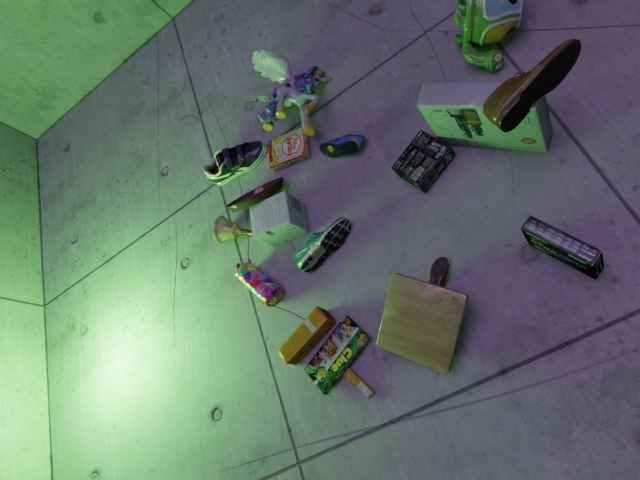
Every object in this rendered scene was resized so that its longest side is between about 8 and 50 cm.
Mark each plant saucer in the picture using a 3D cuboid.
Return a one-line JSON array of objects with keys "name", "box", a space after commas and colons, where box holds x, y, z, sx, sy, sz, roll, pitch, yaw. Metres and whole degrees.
[{"name": "plant saucer", "box": [-0.275, -0.192, 2.114, 0.278, 0.278, 0.041, -22, 104, 23]}]

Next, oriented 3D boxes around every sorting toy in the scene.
[{"name": "sorting toy", "box": [0.339, 0.260, 1.611, 0.257, 0.089, 0.255, 16, 98, 34]}]

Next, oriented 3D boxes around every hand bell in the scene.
[{"name": "hand bell", "box": [-0.335, -0.039, 2.169, 0.242, 0.126, 0.126, 5, 75, 20]}]

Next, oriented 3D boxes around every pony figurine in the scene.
[{"name": "pony figurine", "box": [-0.145, -0.639, 2.169, 0.351, 0.302, 0.363, 8, 57, 6]}]

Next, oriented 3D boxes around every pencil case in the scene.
[{"name": "pencil case", "box": [-0.254, 0.174, 2.029, 0.236, 0.104, 0.104, 36, 93, 34]}]

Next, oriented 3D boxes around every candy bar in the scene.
[{"name": "candy bar", "box": [0.126, 0.491, 1.727, 0.161, 0.018, 0.040, 36, 93, 35]}]

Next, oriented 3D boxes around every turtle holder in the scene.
[{"name": "turtle holder", "box": [0.605, -0.808, 1.785, 0.228, 0.243, 0.320, 4, 65, 15]}]

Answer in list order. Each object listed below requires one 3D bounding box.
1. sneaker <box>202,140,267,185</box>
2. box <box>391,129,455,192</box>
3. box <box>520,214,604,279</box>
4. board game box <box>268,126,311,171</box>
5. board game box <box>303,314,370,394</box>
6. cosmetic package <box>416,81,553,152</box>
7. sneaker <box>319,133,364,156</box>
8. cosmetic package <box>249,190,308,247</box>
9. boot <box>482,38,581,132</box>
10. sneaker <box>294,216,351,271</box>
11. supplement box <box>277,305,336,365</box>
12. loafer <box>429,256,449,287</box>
[{"name": "sneaker", "box": [-0.405, -0.373, 2.307, 0.321, 0.127, 0.126, -32, 57, 16]}, {"name": "box", "box": [0.380, -0.292, 1.825, 0.147, 0.077, 0.180, 40, 95, 35]}, {"name": "box", "box": [0.710, 0.021, 1.449, 0.220, 0.175, 0.051, 36, 93, 35]}, {"name": "board game box", "box": [-0.140, -0.408, 2.204, 0.194, 0.045, 0.146, -17, 64, 25]}, {"name": "board game box", "box": [0.057, 0.411, 1.783, 0.259, 0.030, 0.136, -54, 48, 4]}, {"name": "cosmetic package", "box": [0.548, -0.408, 1.640, 0.377, 0.284, 0.097, 12, 80, 34]}, {"name": "sneaker", "box": [0.092, -0.401, 2.059, 0.209, 0.069, 0.082, -1, 39, 40]}, {"name": "cosmetic package", "box": [-0.171, -0.085, 2.040, 0.184, 0.151, 0.151, -22, 63, 24]}, {"name": "boot", "box": [0.591, -0.456, 1.401, 0.305, 0.112, 0.115, -45, 46, 13]}, {"name": "sneaker", "box": [0.000, 0.000, 1.939, 0.275, 0.107, 0.110, -43, 47, 11]}, {"name": "supplement box", "box": [-0.053, 0.358, 1.850, 0.233, 0.078, 0.080, -50, 55, 6]}, {"name": "loafer", "box": [0.399, 0.128, 1.675, 0.056, 0.050, 0.147, 16, 83, 32]}]
